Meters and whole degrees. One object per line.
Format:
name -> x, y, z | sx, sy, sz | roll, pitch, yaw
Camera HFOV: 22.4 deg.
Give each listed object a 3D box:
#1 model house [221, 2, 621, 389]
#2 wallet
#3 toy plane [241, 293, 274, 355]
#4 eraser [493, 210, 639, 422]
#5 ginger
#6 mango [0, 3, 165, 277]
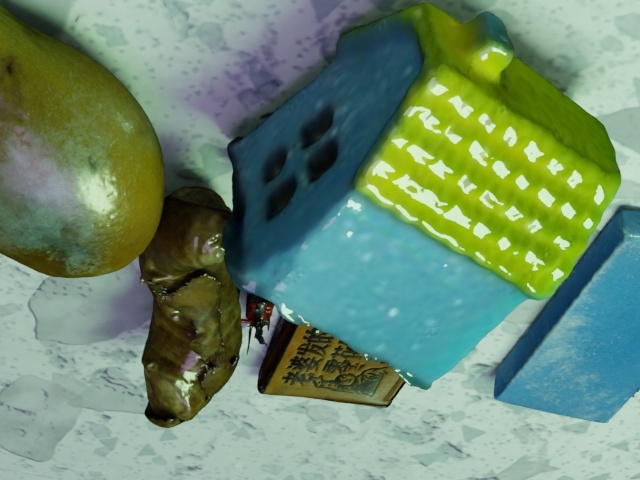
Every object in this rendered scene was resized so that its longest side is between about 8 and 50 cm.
model house -> 0.090, -0.053, 1.382 | 0.237, 0.216, 0.303 | 29, 129, -30
wallet -> 0.028, 0.117, 1.715 | 0.161, 0.042, 0.195 | 11, 139, -14
toy plane -> -0.063, 0.070, 1.646 | 0.037, 0.060, 0.145 | 6, 156, -8
eraser -> 0.306, 0.084, 1.678 | 0.144, 0.043, 0.312 | 13, 139, -14
ginger -> -0.127, 0.051, 1.566 | 0.107, 0.133, 0.309 | 14, 134, 8
mango -> -0.256, -0.092, 1.379 | 0.192, 0.146, 0.316 | -26, 127, 16
